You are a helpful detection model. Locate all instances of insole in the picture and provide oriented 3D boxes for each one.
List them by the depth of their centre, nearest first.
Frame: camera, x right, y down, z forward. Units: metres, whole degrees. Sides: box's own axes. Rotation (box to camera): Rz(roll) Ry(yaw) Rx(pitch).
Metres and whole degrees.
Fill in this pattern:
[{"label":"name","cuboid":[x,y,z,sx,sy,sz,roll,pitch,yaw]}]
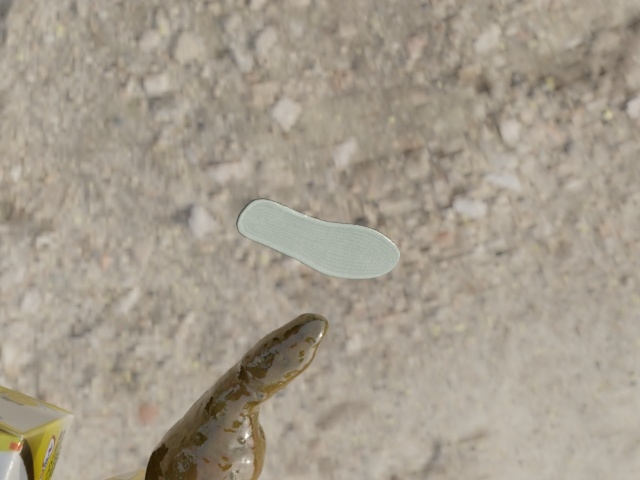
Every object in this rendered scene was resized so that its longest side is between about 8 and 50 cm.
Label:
[{"label":"insole","cuboid":[0.000,0.000,1.292,0.152,0.002,0.053,22,111,-31]}]

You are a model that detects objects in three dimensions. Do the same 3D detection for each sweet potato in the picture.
[{"label":"sweet potato","cuboid":[-0.069,0.139,1.127,0.074,0.075,0.269,19,121,-22]}]

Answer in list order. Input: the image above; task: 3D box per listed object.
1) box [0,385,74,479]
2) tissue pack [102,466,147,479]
[{"label":"box","cuboid":[-0.292,0.245,1.232,0.097,0.168,0.265,19,89,4]},{"label":"tissue pack","cuboid":[-0.204,0.318,1.461,0.222,0.090,0.186,-17,85,-9]}]
